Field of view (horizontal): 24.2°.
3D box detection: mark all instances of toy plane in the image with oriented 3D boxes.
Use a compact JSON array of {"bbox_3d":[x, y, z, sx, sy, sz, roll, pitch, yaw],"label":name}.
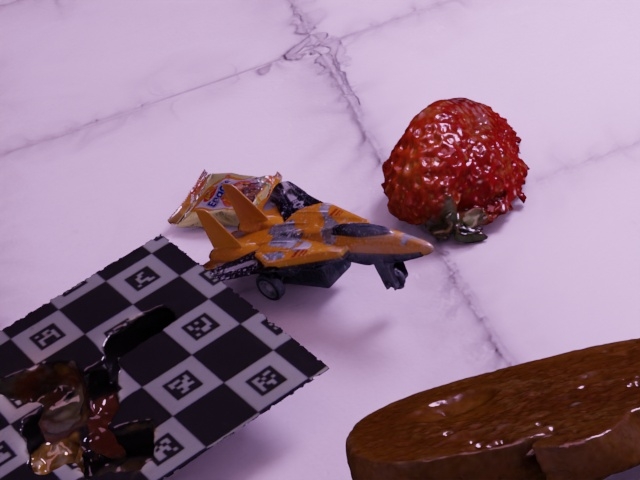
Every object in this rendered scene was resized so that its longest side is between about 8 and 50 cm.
[{"bbox_3d":[0.004,0.010,1.635,0.316,0.103,0.204,11,45,38],"label":"toy plane"}]

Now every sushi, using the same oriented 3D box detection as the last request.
[{"bbox_3d":[-0.219,0.170,1.543,0.359,0.064,0.343,-33,40,-21],"label":"sushi"}]

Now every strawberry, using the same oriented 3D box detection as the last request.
[{"bbox_3d":[0.151,-0.104,1.737,0.175,0.107,0.236,-11,35,5],"label":"strawberry"}]

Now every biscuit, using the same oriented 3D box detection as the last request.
[{"bbox_3d":[0.205,0.161,1.296,0.367,0.063,0.314,-14,8,-3],"label":"biscuit"}]

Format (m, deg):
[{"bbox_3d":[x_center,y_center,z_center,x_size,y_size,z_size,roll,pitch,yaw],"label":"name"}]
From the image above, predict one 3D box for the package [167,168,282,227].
[{"bbox_3d":[-0.113,-0.049,1.828,0.120,0.031,0.108,3,39,26],"label":"package"}]
